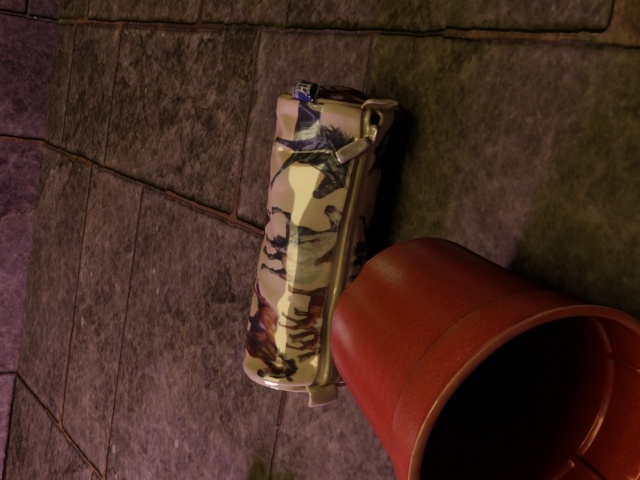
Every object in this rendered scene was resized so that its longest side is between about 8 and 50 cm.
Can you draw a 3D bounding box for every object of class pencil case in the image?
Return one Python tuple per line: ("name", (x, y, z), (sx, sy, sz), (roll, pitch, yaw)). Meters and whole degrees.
("pencil case", (0.000, 0.000, 1.225), (0.183, 0.159, 0.411), (-154, 71, -70))

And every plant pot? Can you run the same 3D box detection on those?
("plant pot", (0.149, 0.135, 0.917), (0.265, 0.272, 0.273), (42, 122, 59))
